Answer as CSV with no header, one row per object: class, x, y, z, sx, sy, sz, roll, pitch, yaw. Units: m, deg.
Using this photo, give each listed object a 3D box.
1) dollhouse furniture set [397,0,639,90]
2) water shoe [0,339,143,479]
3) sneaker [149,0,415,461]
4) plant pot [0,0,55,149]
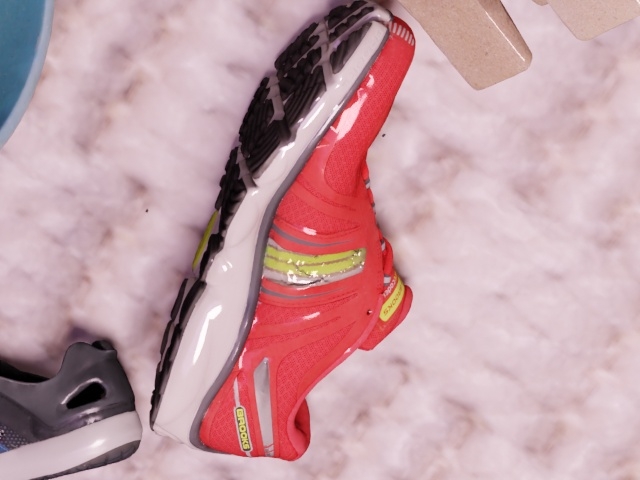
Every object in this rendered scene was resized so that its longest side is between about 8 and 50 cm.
dollhouse furniture set,0.091,-0.200,0.841,0.135,0.262,0.259,45,152,-14
water shoe,-0.200,0.110,1.141,0.203,0.073,0.080,-14,83,16
sneaker,0.000,0.000,1.034,0.118,0.107,0.279,18,118,-11
plant pot,-0.319,-0.143,0.980,0.255,0.271,0.271,-4,109,32
